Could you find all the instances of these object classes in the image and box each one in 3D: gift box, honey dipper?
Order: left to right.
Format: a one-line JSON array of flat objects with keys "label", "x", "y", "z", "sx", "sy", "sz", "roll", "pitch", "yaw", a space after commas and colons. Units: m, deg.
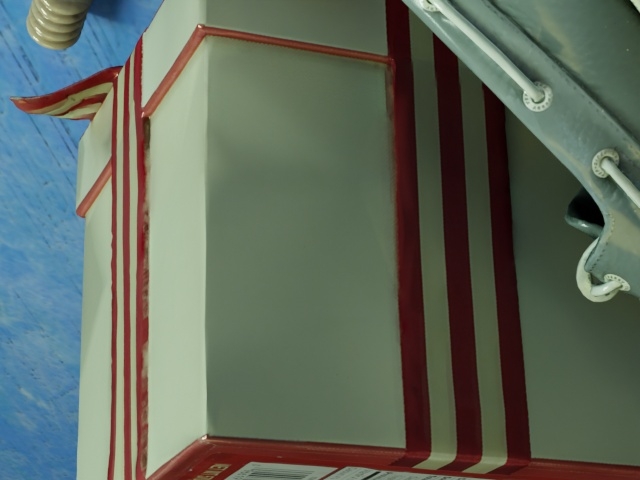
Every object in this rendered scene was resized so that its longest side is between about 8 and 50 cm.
[{"label": "honey dipper", "x": -0.118, "y": -0.151, "z": 0.812, "sx": 0.030, "sy": 0.030, "sz": 0.161, "roll": 19, "pitch": 147, "yaw": -9}, {"label": "gift box", "x": 0.000, "y": 0.000, "z": 0.777, "sx": 0.276, "sy": 0.258, "sz": 0.255, "roll": 10, "pitch": 156, "yaw": -24}]

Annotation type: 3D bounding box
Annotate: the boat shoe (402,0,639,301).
[{"label": "boat shoe", "x": 0.139, "y": -0.025, "z": 0.684, "sx": 0.099, "sy": 0.116, "sz": 0.319, "roll": -32, "pitch": 105, "yaw": 14}]
